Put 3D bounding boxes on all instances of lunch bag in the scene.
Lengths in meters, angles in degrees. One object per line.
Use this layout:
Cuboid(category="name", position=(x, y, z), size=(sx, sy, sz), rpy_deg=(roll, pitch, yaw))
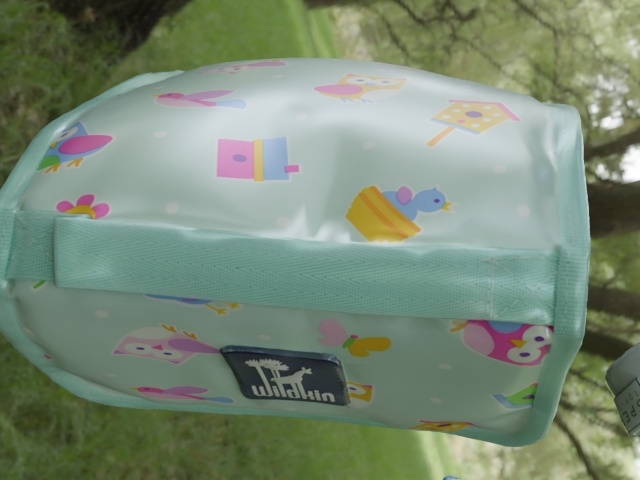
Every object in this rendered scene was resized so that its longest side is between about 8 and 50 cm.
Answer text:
Cuboid(category="lunch bag", position=(0.000, 0.000, 0.477), size=(0.262, 0.224, 0.160), rpy_deg=(-52, 146, -77))

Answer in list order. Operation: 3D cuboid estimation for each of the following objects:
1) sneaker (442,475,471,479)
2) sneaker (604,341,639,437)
Cuboid(category="sneaker", position=(0.134, 0.219, 0.704), size=(0.091, 0.240, 0.126), rpy_deg=(-83, 162, -55))
Cuboid(category="sneaker", position=(0.220, 0.010, 0.339), size=(0.091, 0.258, 0.094), rpy_deg=(56, 4, 16))
